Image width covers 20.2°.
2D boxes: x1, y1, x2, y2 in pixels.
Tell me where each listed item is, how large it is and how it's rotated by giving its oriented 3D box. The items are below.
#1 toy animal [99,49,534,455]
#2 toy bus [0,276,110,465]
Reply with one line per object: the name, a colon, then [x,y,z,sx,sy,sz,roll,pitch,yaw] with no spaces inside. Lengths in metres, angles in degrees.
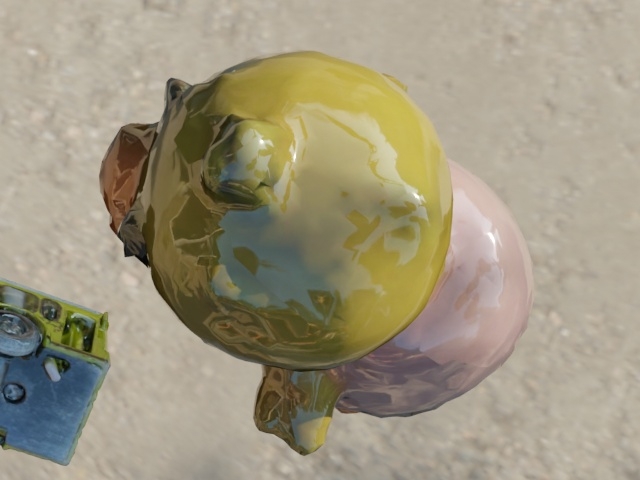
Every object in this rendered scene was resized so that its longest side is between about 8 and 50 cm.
toy animal: [0.003,0.000,0.842,0.281,0.169,0.195,32,70,-60]
toy bus: [-0.226,0.048,0.943,0.226,0.074,0.081,18,111,-10]
